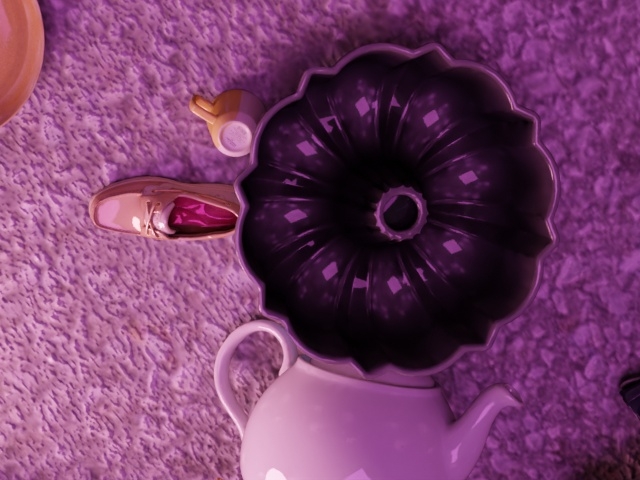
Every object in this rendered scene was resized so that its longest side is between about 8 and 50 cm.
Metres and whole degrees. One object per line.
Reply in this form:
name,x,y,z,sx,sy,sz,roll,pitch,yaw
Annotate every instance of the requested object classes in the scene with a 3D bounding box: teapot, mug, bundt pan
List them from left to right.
mug,-0.093,-0.115,1.323,0.078,0.064,0.062,-1,113,-2
teapot,0.037,0.187,1.378,0.256,0.252,0.187,9,92,-21
bundt pan,0.066,-0.034,1.305,0.331,0.124,0.330,-2,98,-12

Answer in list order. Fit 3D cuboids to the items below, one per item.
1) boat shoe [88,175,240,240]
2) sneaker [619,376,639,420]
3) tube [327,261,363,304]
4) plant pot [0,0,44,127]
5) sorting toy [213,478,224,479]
boat shoe,-0.158,-0.030,1.357,0.170,0.059,0.063,-3,112,-2
sneaker,0.407,0.124,1.431,0.163,0.086,0.226,-16,113,1
tube,0.000,0.000,1.387,0.080,0.052,0.207,-34,105,0
plant pot,-0.390,-0.209,1.289,0.236,0.032,0.236,-1,113,-2
sorting toy,0.007,0.345,1.482,0.196,0.047,0.348,-18,131,41
